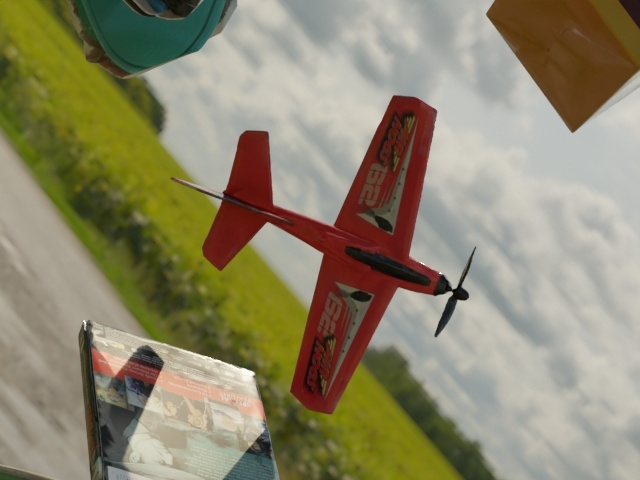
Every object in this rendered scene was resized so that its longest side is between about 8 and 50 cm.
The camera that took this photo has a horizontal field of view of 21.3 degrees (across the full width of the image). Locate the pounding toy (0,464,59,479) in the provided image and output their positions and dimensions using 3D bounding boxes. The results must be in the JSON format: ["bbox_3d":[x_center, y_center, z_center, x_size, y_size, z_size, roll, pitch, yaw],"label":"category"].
[{"bbox_3d":[-0.180,0.189,0.933,0.237,0.110,0.183,25,-21,-24],"label":"pounding toy"}]

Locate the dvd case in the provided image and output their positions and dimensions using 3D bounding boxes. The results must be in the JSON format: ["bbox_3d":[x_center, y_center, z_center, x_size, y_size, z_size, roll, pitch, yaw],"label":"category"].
[{"bbox_3d":[-0.060,0.084,0.727,0.087,0.013,0.119,19,26,-23],"label":"dvd case"}]

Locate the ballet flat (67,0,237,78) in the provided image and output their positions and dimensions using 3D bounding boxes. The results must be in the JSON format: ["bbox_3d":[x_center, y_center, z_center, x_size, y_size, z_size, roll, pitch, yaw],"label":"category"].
[{"bbox_3d":[-0.117,-0.316,1.125,0.147,0.147,0.408,-136,-137,-74],"label":"ballet flat"}]

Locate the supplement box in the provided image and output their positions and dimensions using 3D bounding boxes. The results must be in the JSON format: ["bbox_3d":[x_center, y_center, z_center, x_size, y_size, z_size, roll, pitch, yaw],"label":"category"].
[{"bbox_3d":[0.265,-0.212,1.376,0.129,0.194,0.191,55,-12,5],"label":"supplement box"}]

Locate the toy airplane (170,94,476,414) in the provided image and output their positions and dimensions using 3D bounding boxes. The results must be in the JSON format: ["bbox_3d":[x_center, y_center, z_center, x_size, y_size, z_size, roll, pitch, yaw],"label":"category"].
[{"bbox_3d":[0.000,0.000,0.777,0.151,0.151,0.028,48,17,14],"label":"toy airplane"}]

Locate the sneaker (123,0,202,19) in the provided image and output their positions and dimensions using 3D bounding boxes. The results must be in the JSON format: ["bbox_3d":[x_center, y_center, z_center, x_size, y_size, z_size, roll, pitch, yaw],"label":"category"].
[{"bbox_3d":[-0.103,-0.195,0.809,0.341,0.139,0.125,29,-21,51],"label":"sneaker"}]
